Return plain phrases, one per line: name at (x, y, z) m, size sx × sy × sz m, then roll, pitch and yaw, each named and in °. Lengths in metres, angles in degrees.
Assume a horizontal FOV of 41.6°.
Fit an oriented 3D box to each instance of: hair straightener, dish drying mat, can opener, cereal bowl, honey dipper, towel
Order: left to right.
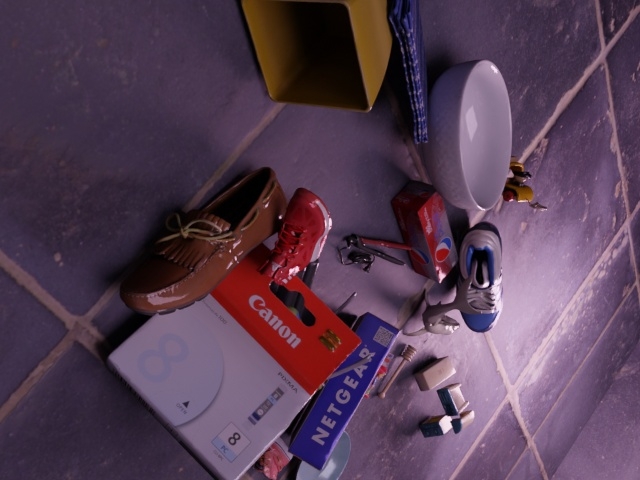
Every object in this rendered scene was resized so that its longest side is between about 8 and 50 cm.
can opener at (-0.055, 0.042, 1.740) m, size 0.076 × 0.095 × 0.283 m, roll -16°, pitch 134°, yaw -44°
dish drying mat at (0.000, 0.000, 1.819) m, size 0.032 × 0.008 × 0.083 m, roll 16°, pitch 97°, yaw -52°
hair straightener at (0.121, 0.039, 1.947) m, size 0.230 × 0.047 × 0.089 m, roll 9°, pitch 103°, yaw -50°
honey dipper at (0.199, 0.348, 2.223) m, size 0.161 × 0.030 × 0.030 m, roll -54°, pitch 141°, yaw -8°
towel at (0.180, -0.389, 1.679) m, size 0.336 × 0.040 × 0.243 m, roll 72°, pitch 19°, yaw -50°
cereal bowl at (0.317, -0.238, 1.916) m, size 0.339 × 0.141 × 0.339 m, roll -11°, pitch 103°, yaw -58°

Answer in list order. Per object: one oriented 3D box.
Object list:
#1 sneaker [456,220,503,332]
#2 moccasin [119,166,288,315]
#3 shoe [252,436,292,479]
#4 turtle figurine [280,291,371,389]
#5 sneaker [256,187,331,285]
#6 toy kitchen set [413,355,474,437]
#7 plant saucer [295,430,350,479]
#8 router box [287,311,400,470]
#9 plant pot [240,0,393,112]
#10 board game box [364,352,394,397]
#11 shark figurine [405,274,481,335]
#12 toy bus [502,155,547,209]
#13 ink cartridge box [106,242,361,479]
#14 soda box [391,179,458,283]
sneaker at (0.407, 0.119, 2.192) m, size 0.236 × 0.130 × 0.323 m, roll -41°, pitch 134°, yaw -68°
moccasin at (-0.199, -0.006, 1.482) m, size 0.380 × 0.139 × 0.147 m, roll -36°, pitch 133°, yaw -32°
shoe at (-0.121, 0.479, 1.892) m, size 0.081 × 0.063 × 0.178 m, roll -55°, pitch 145°, yaw -20°
turtle figurine at (-0.036, 0.263, 1.719) m, size 0.274 × 0.198 × 0.266 m, roll 1°, pitch 126°, yaw -36°
sneaker at (-0.052, 0.010, 1.543) m, size 0.128 × 0.087 × 0.221 m, roll -50°, pitch 158°, yaw -30°
toy kitchen set at (0.311, 0.456, 2.382) m, size 0.122 × 0.166 × 0.207 m, roll -23°, pitch 89°, yaw -41°
plant saucer at (-0.004, 0.548, 2.087) m, size 0.195 × 0.037 × 0.195 m, roll -26°, pitch 128°, yaw -39°
router box at (0.047, 0.325, 1.864) m, size 0.335 × 0.082 × 0.301 m, roll -60°, pitch 177°, yaw -6°
plant pot at (0.019, -0.376, 1.493) m, size 0.187 × 0.212 × 0.212 m, roll -54°, pitch 142°, yaw -36°
board game box at (0.123, 0.318, 1.929) m, size 0.133 × 0.033 × 0.169 m, roll -58°, pitch 176°, yaw -42°
shark figurine at (0.301, 0.170, 2.167) m, size 0.166 × 0.116 × 0.278 m, roll -6°, pitch 159°, yaw -6°
toy bus at (0.466, -0.163, 2.129) m, size 0.202 × 0.191 × 0.104 m, roll 10°, pitch 106°, yaw -5°
ink cartridge box at (-0.142, 0.202, 1.537) m, size 0.385 × 0.308 × 0.091 m, roll -44°, pitch 175°, yaw -23°
soda box at (0.257, -0.020, 2.043) m, size 0.092 × 0.083 × 0.263 m, roll -47°, pitch 138°, yaw -23°
